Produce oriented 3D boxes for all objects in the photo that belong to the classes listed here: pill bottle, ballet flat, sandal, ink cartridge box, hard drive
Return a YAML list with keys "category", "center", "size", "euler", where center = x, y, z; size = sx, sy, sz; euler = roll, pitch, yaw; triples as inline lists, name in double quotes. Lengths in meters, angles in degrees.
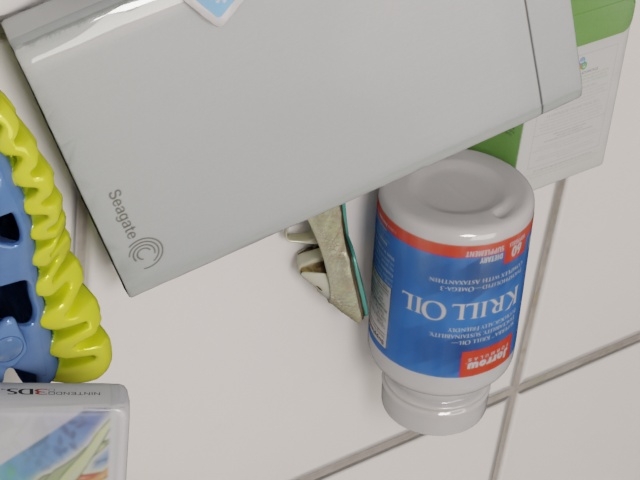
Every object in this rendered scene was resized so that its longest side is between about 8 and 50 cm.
- category: "pill bottle"
  center: [0.102, 0.047, 1.313]
  size: [0.124, 0.124, 0.221]
  euler: [-24, 133, -30]
- category: "ballet flat"
  center: [0.000, 0.000, 1.246]
  size: [0.052, 0.057, 0.168]
  euler: [-13, 130, -2]
- category: "sandal"
  center: [-0.225, 0.001, 0.966]
  size: [0.138, 0.126, 0.317]
  euler: [-31, 135, -18]
- category: "ink cartridge box"
  center: [0.187, -0.148, 1.294]
  size: [0.109, 0.062, 0.209]
  euler: [-20, 131, -34]
- category: "hard drive"
  center: [-0.003, -0.117, 1.065]
  size: [0.353, 0.047, 0.233]
  euler: [-24, 136, -6]

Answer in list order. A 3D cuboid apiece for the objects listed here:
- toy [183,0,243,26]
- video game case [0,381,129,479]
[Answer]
- category: "toy"
  center: [-0.094, -0.232, 0.894]
  size: [0.237, 0.056, 0.137]
  euler: [37, 98, -28]
- category: "video game case"
  center: [-0.277, 0.237, 1.018]
  size: [0.300, 0.036, 0.329]
  euler: [1, 115, -10]
